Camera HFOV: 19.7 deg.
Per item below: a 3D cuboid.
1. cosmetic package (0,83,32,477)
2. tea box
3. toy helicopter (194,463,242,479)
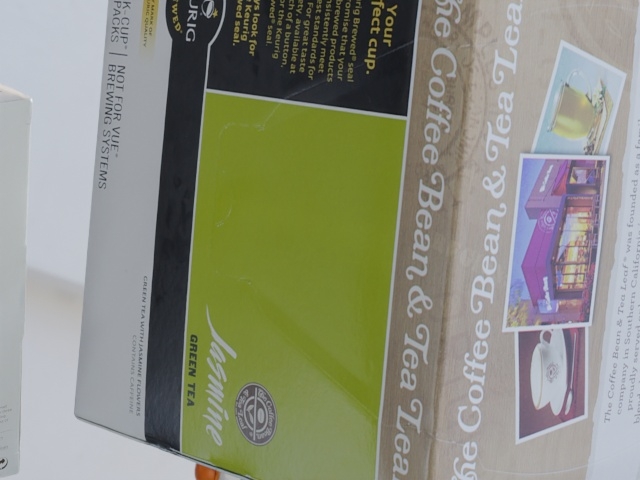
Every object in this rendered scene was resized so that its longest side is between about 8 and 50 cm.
[{"bbox_3d":[-0.355,-0.014,1.384,0.377,0.097,0.284,25,-65,45],"label":"cosmetic package"},{"bbox_3d":[0.037,-0.023,1.134,0.323,0.220,0.329,13,-79,46],"label":"tea box"},{"bbox_3d":[-0.040,0.169,1.854,0.140,0.235,0.355,-129,-161,-86],"label":"toy helicopter"}]
